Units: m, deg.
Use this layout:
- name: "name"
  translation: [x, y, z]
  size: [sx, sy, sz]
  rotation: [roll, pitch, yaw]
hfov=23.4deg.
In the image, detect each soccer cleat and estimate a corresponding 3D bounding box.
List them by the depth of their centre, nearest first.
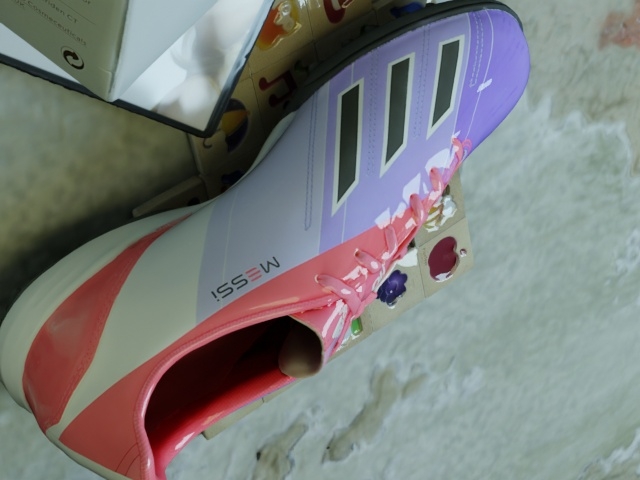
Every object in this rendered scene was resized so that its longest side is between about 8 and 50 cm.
- name: "soccer cleat"
  translation: [0.000, 0.000, 0.742]
  size: [0.318, 0.116, 0.109]
  rotation: [-36, 142, -19]

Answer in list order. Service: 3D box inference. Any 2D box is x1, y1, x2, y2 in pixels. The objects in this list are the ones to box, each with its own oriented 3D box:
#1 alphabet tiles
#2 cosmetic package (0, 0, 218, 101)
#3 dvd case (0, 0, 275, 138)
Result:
- name: "alphabet tiles"
  translation: [-0.007, -0.030, 0.817]
  size: [0.198, 0.009, 0.237]
  rotation: [-31, 130, -23]
- name: "cosmetic package"
  translation: [0.031, -0.257, 0.493]
  size: [0.377, 0.097, 0.284]
  rotation: [-49, 174, -31]
- name: "dvd case"
  translation: [-0.064, -0.183, 0.663]
  size: [0.180, 0.022, 0.253]
  rotation: [19, 99, -43]
